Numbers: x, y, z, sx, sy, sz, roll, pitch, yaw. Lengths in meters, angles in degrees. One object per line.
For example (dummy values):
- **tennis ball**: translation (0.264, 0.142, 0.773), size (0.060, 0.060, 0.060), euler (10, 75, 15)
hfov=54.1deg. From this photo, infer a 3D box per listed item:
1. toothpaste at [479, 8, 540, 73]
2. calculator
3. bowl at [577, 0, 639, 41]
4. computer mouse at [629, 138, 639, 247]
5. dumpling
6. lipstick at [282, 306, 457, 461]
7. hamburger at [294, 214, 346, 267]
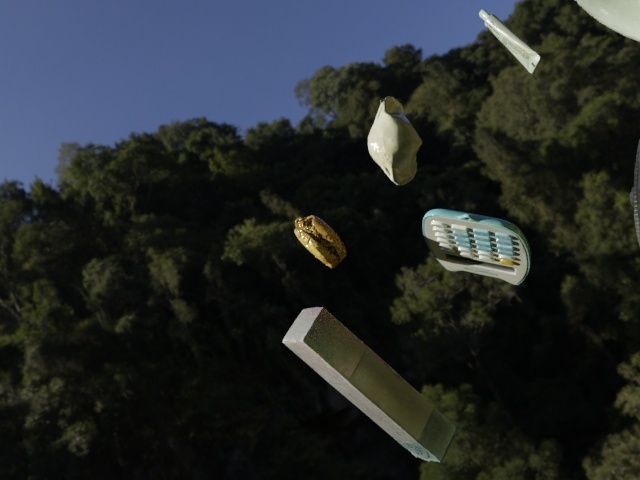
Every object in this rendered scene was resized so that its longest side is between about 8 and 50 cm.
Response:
- **toothpaste**: translation (0.557, -0.598, 1.857), size (0.037, 0.255, 0.067), euler (-27, -24, -21)
- **calculator**: translation (0.381, 0.012, 1.523), size (0.386, 0.256, 0.054), euler (46, -120, -62)
- **bowl**: translation (0.427, -0.381, 0.708), size (0.146, 0.313, 0.313), euler (-53, -19, -10)
- **computer mouse**: translation (0.223, 0.001, 0.391), size (0.047, 0.135, 0.079), euler (-29, -10, 30)
- **dumpling**: translation (0.207, -0.251, 1.638), size (0.166, 0.216, 0.126), euler (2, -37, -49)
- **lipstick**: translation (0.081, 0.227, 0.971), size (0.066, 0.317, 0.068), euler (-15, 36, 58)
- **hamburger**: translation (0.000, 0.000, 1.607), size (0.083, 0.138, 0.147), euler (-47, -29, -7)
